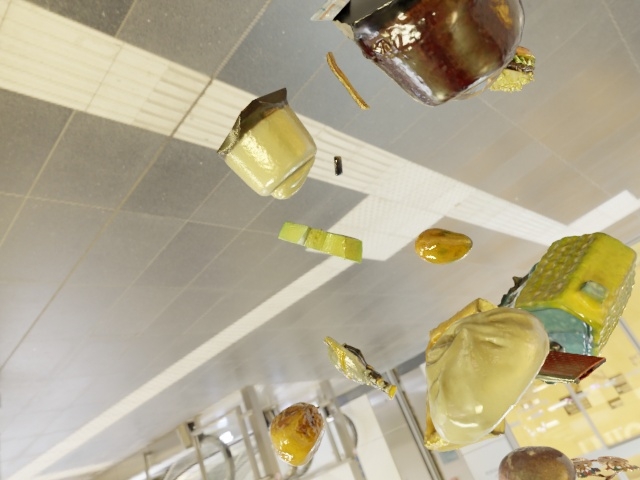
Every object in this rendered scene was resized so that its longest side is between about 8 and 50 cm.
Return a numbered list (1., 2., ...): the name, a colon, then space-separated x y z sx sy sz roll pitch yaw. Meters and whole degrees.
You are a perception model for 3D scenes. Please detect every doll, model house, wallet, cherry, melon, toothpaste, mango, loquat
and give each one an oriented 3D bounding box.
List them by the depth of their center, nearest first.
1. wallet: 0.426 0.237 0.931 0.103 0.020 0.196 -23 -175 -30
2. model house: 0.533 0.135 1.039 0.237 0.215 0.303 -44 164 -28
3. loquat: -0.046 0.417 1.054 0.112 0.138 0.137 3 173 38
4. melon: 0.000 0.000 1.231 0.209 0.064 0.118 16 -178 -26
5. toothpaste: 0.063 -0.611 1.270 0.089 0.057 0.234 -33 -177 40
6. mango: 0.361 0.021 1.434 0.089 0.163 0.111 -51 153 -57
7. cherry: 0.649 0.727 1.469 0.265 0.184 0.213 -20 -169 -10
8. doll: 0.134 0.452 1.727 0.103 0.316 0.145 -61 161 7

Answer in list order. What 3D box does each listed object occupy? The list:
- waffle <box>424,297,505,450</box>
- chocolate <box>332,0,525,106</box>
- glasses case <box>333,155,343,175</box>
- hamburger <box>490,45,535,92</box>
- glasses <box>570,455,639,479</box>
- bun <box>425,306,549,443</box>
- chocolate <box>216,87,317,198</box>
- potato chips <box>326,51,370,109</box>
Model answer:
1. waffle: 0.268 0.263 0.927 0.055 0.248 0.221 14 149 -8
2. chocolate: 0.272 -0.481 1.119 0.383 0.384 0.331 -31 120 15
3. glasses case: 0.074 -0.307 1.997 0.033 0.023 0.084 -9 114 -7
4. hamburger: 0.518 -0.530 1.461 0.243 0.261 0.139 -41 149 -61
5. glasses: 0.913 0.774 1.599 0.255 0.096 0.162 -16 161 14
6. bun: 0.185 0.153 0.589 0.183 0.102 0.183 -46 163 -19
7. chocolate: -0.153 -0.320 1.718 0.326 0.297 0.314 -51 179 35
8. potato chips: 0.080 -0.477 1.464 0.026 0.204 0.037 -42 -167 -22
